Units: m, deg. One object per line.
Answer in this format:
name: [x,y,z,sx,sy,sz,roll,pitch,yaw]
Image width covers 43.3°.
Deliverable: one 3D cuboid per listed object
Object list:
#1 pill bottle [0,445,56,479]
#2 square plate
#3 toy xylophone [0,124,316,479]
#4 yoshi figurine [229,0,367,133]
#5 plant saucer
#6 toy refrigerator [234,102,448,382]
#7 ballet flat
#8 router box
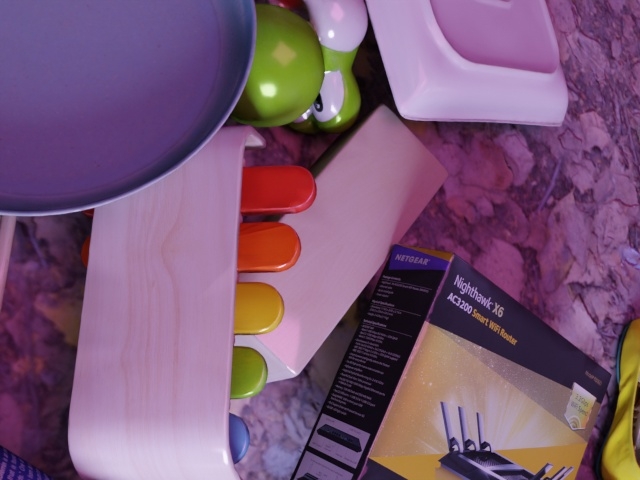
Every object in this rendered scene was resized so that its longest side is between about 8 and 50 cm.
pill bottle: [-0.265,0.194,0.526,0.265,0.153,0.153,42,62,-21]
square plate: [0.159,-0.298,0.892,0.344,0.049,0.347,-7,80,-48]
toy xylophone: [-0.139,0.040,0.626,0.236,0.081,0.322,5,71,12]
yoshi figurine: [-0.049,-0.254,0.709,0.203,0.203,0.362,-19,111,-14]
plant saucer: [-0.209,-0.159,0.621,0.318,0.043,0.317,2,69,-6]
toy refrigerator: [0.000,0.000,0.771,0.102,0.094,0.269,45,60,-11]
ballet flat: [0.410,0.204,1.010,0.077,0.077,0.231,33,66,-24]
router box: [0.143,0.179,0.783,0.309,0.081,0.243,33,75,-37]
